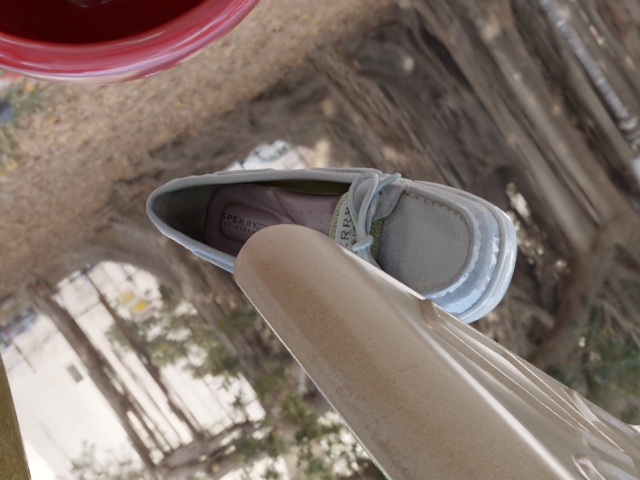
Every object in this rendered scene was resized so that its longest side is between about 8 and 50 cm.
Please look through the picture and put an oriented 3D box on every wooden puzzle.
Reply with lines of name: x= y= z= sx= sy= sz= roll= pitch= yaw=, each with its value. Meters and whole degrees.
wooden puzzle: x=0.141 y=0.137 z=0.464 sx=0.080 sy=0.348 sz=0.322 roll=-59 pitch=-148 yaw=8

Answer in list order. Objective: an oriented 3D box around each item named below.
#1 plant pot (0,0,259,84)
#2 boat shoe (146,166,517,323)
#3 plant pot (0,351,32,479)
plant pot: x=-0.106 y=-0.164 z=0.465 sx=0.191 sy=0.191 sz=0.174 roll=-35 pitch=-169 yaw=-4
boat shoe: x=0.000 y=-0.003 z=0.808 sx=0.320 sy=0.118 sz=0.103 roll=13 pitch=-179 yaw=42
plant pot: x=-0.227 y=0.020 z=0.377 sx=0.237 sy=0.254 sz=0.237 roll=-34 pitch=-179 yaw=1
